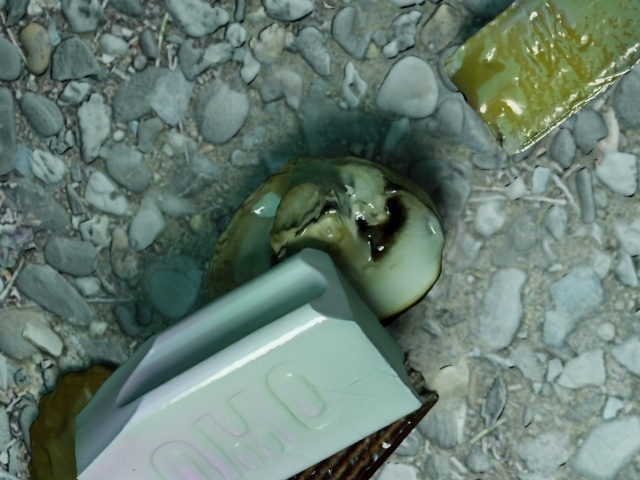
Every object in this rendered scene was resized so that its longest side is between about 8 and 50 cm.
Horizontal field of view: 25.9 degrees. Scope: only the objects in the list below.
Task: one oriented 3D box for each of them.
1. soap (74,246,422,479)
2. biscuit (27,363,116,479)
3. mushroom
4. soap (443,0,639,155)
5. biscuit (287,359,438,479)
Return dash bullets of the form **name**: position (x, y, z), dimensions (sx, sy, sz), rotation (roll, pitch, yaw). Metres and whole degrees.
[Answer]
- **soap**: position (-0.092, 0.173, 1.514), dimensions (0.347, 0.115, 0.208), rotation (-29, 129, 10)
- **biscuit**: position (-0.252, 0.333, 1.828), dimensions (0.329, 0.078, 0.335), rotation (12, 105, 25)
- **mushroom**: position (0.008, 0.002, 1.581), dimensions (0.189, 0.164, 0.267), rotation (31, 116, -34)
- **soap**: position (0.256, -0.209, 1.470), dimensions (0.233, 0.076, 0.135), rotation (-38, 87, 25)
- **biscuit**: position (0.038, 0.252, 1.661), dimensions (0.070, 0.106, 0.252), rotation (42, 114, 11)
